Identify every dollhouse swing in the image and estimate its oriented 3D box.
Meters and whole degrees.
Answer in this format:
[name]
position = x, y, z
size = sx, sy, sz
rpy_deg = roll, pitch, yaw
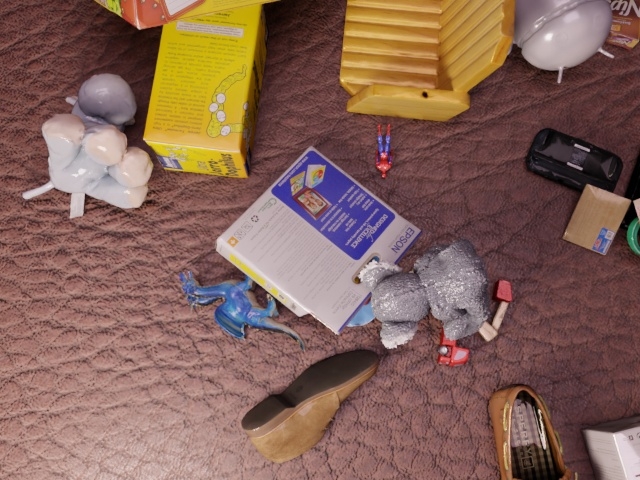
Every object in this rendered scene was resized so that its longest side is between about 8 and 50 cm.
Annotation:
[dollhouse swing]
position = 0.210, -0.466, 1.565
size = 0.315, 0.305, 0.346
rpy_deg = 6, 80, 1

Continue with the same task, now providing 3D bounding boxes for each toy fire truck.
[toy fire truck]
position = 0.319, 0.171, 1.571
size = 0.135, 0.047, 0.192
rpy_deg = 10, 79, 2

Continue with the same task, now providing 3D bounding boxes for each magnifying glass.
[magnifying glass]
position = 0.747, 0.009, 1.587
size = 0.231, 0.026, 0.092
rpy_deg = 16, 91, -14

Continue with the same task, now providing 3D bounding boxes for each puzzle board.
[puzzle board]
position = 0.583, -0.044, 1.606
size = 0.096, 0.011, 0.128
rpy_deg = 22, 106, 9

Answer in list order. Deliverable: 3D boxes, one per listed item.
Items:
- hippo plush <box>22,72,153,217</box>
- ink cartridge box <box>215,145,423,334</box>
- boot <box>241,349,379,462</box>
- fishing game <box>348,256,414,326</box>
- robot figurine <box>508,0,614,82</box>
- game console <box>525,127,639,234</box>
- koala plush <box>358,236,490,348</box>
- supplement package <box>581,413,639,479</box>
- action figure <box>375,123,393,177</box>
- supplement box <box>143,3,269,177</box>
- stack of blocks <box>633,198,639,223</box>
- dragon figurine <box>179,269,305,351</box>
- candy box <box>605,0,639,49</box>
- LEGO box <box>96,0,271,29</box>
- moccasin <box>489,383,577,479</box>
[hippo plush]
position = -0.444, -0.205, 1.579
size = 0.234, 0.294, 0.236
rpy_deg = 24, 52, -14
[ink cartridge box]
position = 0.000, 0.000, 1.556
size = 0.307, 0.072, 0.303
rpy_deg = 40, 64, 6
[boot]
position = -0.003, 0.330, 1.530
size = 0.305, 0.112, 0.115
rpy_deg = -31, 111, -10
[fishing game]
position = 0.057, 0.088, 1.590
size = 0.264, 0.041, 0.189
rpy_deg = 24, 77, 4
[robot figurine]
position = 0.491, -0.517, 1.627
size = 0.300, 0.200, 0.353
rpy_deg = -27, 80, 18
[game console]
position = 0.629, -0.150, 1.638
size = 0.361, 0.044, 0.213
rpy_deg = 22, 80, 2
[koala plush]
position = 0.196, 0.099, 1.454
size = 0.221, 0.203, 0.196
rpy_deg = -13, 75, -5
[supplement package]
position = 0.649, 0.487, 1.445
size = 0.175, 0.177, 0.292
rpy_deg = -13, 80, -3
[action figure]
position = 0.139, -0.193, 1.650
size = 0.038, 0.030, 0.115
rpy_deg = 1, 84, 5
[supplement box]
position = -0.229, -0.334, 1.591
size = 0.195, 0.194, 0.356
rpy_deg = 7, 79, 1
[stack of blocks]
position = 0.794, -0.077, 1.555
size = 0.297, 0.087, 0.171
rpy_deg = -12, 82, -22
[dragon figurine]
position = -0.163, 0.154, 1.552
size = 0.144, 0.085, 0.289
rpy_deg = -42, 82, -8
[candy box]
position = 0.679, -0.535, 1.709
size = 0.109, 0.053, 0.186
rpy_deg = 18, 81, 2
[LEGO box]
position = -0.230, -0.599, 1.467
size = 0.500, 0.193, 0.372
rpy_deg = -24, 45, -34
[moccasin]
position = 0.428, 0.466, 1.463
size = 0.139, 0.147, 0.379
rpy_deg = -6, 79, -2
